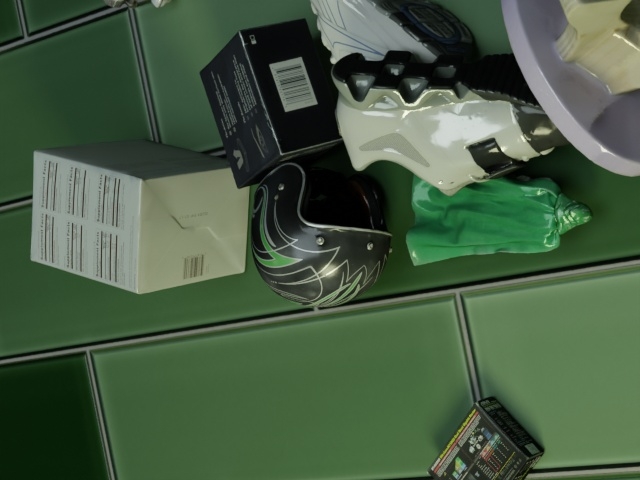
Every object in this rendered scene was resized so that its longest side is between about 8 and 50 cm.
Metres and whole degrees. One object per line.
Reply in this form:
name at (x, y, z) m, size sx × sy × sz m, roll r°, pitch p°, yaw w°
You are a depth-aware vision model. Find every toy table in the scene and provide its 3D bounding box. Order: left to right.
toy table at (0.299, -0.218, 1.711) m, size 0.274 × 0.252 × 0.161 m, roll 60°, pitch 145°, yaw 9°

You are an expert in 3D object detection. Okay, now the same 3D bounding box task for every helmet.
helmet at (0.000, 0.000, 2.051) m, size 0.169 × 0.169 × 0.161 m, roll -39°, pitch 56°, yaw 38°

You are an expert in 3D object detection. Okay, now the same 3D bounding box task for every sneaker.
sneaker at (0.038, -0.254, 2.012) m, size 0.297 × 0.111 × 0.129 m, roll 46°, pitch 130°, yaw 27°
sneaker at (0.179, -0.118, 1.882) m, size 0.331 × 0.122 × 0.146 m, roll 6°, pitch 121°, yaw 19°

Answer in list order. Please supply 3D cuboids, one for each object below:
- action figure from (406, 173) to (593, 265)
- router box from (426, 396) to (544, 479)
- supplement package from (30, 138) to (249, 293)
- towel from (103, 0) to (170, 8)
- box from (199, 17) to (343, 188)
action figure at (0.201, -0.032, 1.933) m, size 0.232 × 0.063 × 0.137 m, roll 6°, pitch 100°, yaw 44°
router box at (0.189, 0.254, 2.011) m, size 0.092 × 0.038 × 0.122 m, roll 47°, pitch 124°, yaw 24°
supplement package at (-0.229, -0.035, 2.222) m, size 0.203 × 0.194 × 0.149 m, roll 15°, pitch 106°, yaw 39°
towel at (-0.261, -0.460, 2.221) m, size 0.283 × 0.121 × 0.235 m, roll 53°, pitch 129°, yaw 21°
box at (-0.059, -0.162, 2.085) m, size 0.158 × 0.093 × 0.156 m, roll -31°, pitch 76°, yaw 64°
